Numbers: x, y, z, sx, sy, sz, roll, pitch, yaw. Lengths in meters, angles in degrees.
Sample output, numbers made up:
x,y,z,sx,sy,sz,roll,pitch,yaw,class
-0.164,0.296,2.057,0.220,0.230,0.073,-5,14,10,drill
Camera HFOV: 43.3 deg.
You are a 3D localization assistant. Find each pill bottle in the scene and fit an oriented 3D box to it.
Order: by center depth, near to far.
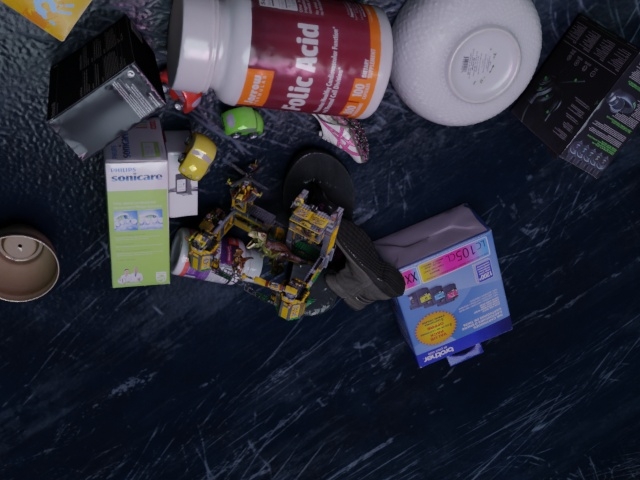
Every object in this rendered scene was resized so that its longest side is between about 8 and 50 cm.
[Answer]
x,y,z,sx,sy,sz,roll,pitch,yaw,class
-0.081,-0.359,1.526,0.392,0.224,0.224,3,121,-19,pill bottle
-0.232,0.040,1.807,0.193,0.108,0.108,12,117,-24,pill bottle

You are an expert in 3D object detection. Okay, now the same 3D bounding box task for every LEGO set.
x,y,z,sx,sy,sz,roll,pitch,yaw,class
-0.109,-0.015,1.657,0.255,0.331,0.192,-44,159,-36,LEGO set

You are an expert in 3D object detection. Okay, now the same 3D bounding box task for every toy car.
x,y,z,sx,sy,sz,roll,pitch,yaw,class
-0.200,-0.243,1.619,0.225,0.239,0.053,-7,170,-39,toy car

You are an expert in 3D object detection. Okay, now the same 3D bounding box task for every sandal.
x,y,z,sx,sy,sz,roll,pitch,yaw,class
0.002,0.001,1.854,0.167,0.107,0.446,-8,123,-13,sandal

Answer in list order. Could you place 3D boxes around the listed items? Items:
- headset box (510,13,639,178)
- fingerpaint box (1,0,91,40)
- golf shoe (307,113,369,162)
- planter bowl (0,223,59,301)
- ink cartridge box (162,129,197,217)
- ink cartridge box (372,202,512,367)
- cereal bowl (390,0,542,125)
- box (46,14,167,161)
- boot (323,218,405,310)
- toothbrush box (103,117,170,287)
x,y,z,sx,sy,sz,roll,pitch,yaw,class
0.577,-0.307,1.747,0.131,0.246,0.283,23,112,-28,headset box
-0.446,-0.618,1.285,0.371,0.163,0.445,32,109,-30,fingerpaint box
0.043,-0.237,1.749,0.085,0.068,0.186,-14,133,27,golf shoe
-0.629,0.031,1.679,0.162,0.109,0.162,-8,124,-13,planter bowl
-0.292,-0.139,1.673,0.063,0.109,0.151,-4,123,-16,ink cartridge box
0.315,0.138,2.018,0.269,0.151,0.396,-23,127,-2,ink cartridge box
0.316,-0.386,1.683,0.338,0.141,0.339,-9,125,-13,cereal bowl
-0.390,-0.280,1.458,0.184,0.261,0.103,-31,125,5,box
0.063,0.068,1.820,0.161,0.083,0.246,-22,122,37,boot
-0.372,-0.078,1.628,0.122,0.206,0.283,-5,122,-14,toothbrush box
